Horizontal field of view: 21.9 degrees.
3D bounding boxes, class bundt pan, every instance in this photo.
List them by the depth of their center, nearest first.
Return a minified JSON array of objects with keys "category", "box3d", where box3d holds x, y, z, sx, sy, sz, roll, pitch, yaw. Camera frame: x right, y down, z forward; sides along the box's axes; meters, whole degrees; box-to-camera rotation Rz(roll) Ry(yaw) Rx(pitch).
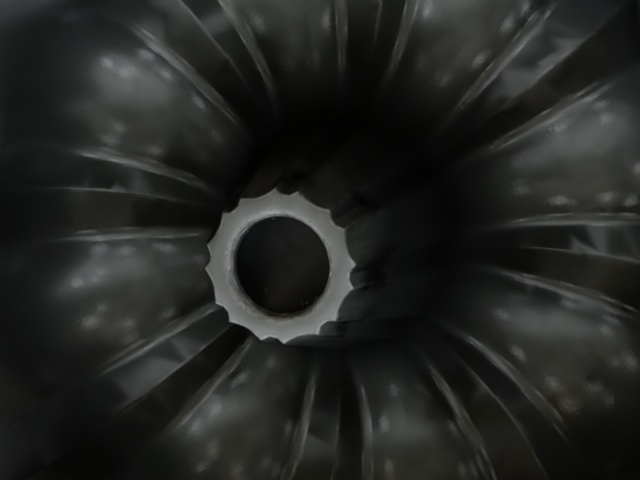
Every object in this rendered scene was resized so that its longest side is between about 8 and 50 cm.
[{"category":"bundt pan","box3d":[0.000,0.000,0.628,0.331,0.330,0.124,-20,-177,17]}]
